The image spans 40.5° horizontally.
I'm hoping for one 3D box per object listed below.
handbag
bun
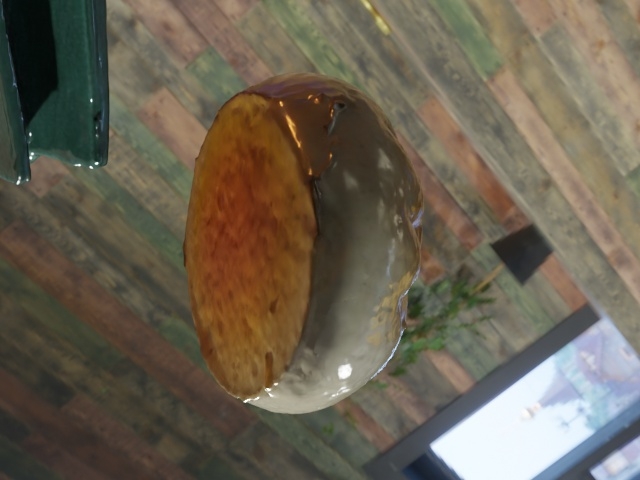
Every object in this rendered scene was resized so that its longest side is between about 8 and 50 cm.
[{"bbox_3d":[-0.254,-0.169,0.508,0.326,0.239,0.089,17,-154,36],"label":"handbag"},{"bbox_3d":[0.000,0.000,0.770,0.164,0.299,0.299,0,-141,-30],"label":"bun"}]
